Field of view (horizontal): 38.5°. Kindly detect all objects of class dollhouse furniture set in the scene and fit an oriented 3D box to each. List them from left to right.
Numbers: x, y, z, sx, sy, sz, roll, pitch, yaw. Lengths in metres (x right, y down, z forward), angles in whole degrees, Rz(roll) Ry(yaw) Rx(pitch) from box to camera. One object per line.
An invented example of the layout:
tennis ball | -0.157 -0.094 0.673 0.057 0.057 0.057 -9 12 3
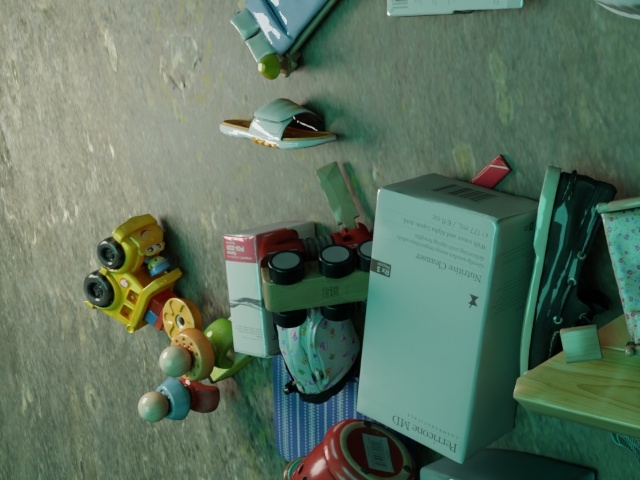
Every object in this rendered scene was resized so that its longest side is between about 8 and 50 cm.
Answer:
dollhouse furniture set | -0.103 -0.457 1.505 0.286 0.198 0.303 -42 72 40
dollhouse furniture set | 0.425 -0.016 1.063 0.355 0.174 0.303 -12 91 22

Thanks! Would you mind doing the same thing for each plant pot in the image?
plant pot | 0.052 0.407 1.532 0.191 0.191 0.174 43 125 27
plant pot | 0.271 0.416 1.404 0.234 0.165 0.166 12 109 49

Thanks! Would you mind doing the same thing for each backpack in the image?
backpack | -0.004 0.173 1.574 0.115 0.152 0.182 4 128 33

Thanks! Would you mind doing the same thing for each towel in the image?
towel | 0.040 0.343 1.687 0.336 0.040 0.243 14 112 41

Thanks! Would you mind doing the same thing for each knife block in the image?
knife block | 0.425 0.223 1.184 0.275 0.088 0.242 -33 56 10

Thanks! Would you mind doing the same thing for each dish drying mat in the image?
dish drying mat | 0.254 -0.094 1.394 0.083 0.008 0.032 -46 70 39

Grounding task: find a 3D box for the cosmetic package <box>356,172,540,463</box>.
cosmetic package | 0.194 0.112 1.396 0.217 0.156 0.385 18 112 38

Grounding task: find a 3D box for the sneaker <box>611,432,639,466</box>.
sneaker | 0.426 0.253 1.287 0.166 0.065 0.076 53 138 26

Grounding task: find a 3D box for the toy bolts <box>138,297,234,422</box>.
toy bolts | -0.291 0.243 1.795 0.218 0.158 0.229 33 122 33

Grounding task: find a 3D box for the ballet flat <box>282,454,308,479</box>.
ballet flat | 0.055 0.539 1.662 0.342 0.116 0.124 42 154 19

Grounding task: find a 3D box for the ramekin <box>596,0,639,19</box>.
ramekin | 0.396 -0.403 1.106 0.272 0.127 0.273 11 107 40

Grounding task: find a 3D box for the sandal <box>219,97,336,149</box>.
sandal | -0.087 -0.213 1.616 0.265 0.102 0.076 16 113 41

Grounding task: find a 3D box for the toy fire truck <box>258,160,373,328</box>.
toy fire truck | 0.000 0.000 1.524 0.246 0.217 0.159 -107 12 -55

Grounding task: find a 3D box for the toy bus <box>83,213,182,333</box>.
toy bus | -0.367 0.087 1.930 0.211 0.149 0.220 36 121 16

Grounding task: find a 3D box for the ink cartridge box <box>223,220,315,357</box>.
ink cartridge box | -0.081 0.084 1.643 0.092 0.158 0.218 1 101 41

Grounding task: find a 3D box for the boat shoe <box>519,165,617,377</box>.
boat shoe | 0.347 0.067 1.278 0.113 0.127 0.340 8 107 15

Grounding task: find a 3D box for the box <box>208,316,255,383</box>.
box | -0.158 0.195 1.810 0.232 0.058 0.087 -43 71 41

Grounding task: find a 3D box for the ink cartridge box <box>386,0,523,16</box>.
ink cartridge box | 0.202 -0.466 1.317 0.238 0.060 0.275 9 106 40
